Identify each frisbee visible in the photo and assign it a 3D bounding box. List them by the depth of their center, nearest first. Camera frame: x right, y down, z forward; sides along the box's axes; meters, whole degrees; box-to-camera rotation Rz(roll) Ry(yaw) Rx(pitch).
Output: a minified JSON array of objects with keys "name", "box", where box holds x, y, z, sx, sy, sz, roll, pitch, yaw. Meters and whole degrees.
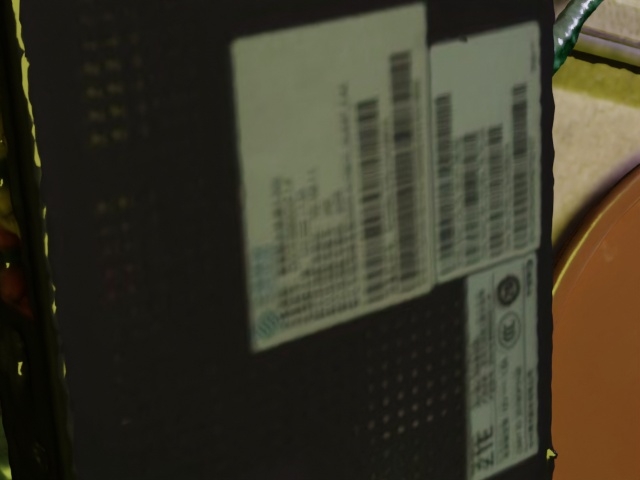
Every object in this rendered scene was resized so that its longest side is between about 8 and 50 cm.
[{"name":"frisbee","box":[0.198,0.065,0.700,0.251,0.021,0.250,-7,106,-24]}]

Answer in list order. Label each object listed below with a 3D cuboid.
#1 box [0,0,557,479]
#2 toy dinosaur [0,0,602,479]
[{"name":"box","box":[-0.011,-0.026,0.474,0.211,0.058,0.350,-18,115,-35]},{"name":"toy dinosaur","box":[-0.020,-0.038,0.537,0.383,0.076,0.129,-38,123,-9]}]
